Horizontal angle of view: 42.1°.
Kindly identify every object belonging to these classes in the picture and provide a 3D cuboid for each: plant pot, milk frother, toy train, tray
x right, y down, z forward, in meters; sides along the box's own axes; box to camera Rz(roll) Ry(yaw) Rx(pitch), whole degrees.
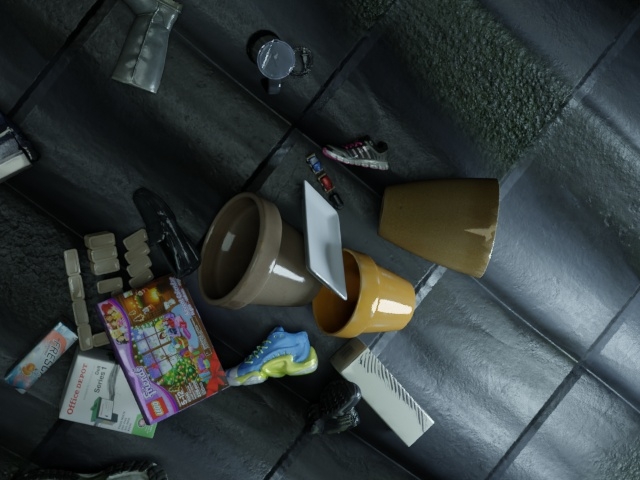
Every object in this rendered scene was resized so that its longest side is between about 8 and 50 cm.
[{"bbox_3d":[-0.115,0.051,1.873,0.229,0.263,0.263,23,95,-32],"label":"plant pot"},{"bbox_3d":[-0.077,-0.401,1.835,0.143,0.135,0.129,-21,118,-6],"label":"milk frother"},{"bbox_3d":[0.011,-0.138,1.957,0.027,0.036,0.158,-33,105,-5],"label":"toy train"},{"bbox_3d":[0.112,0.137,1.960,0.188,0.205,0.205,14,97,-30],"label":"plant pot"},{"bbox_3d":[0.000,0.000,1.867,0.030,0.270,0.145,-27,133,23],"label":"tray"},{"bbox_3d":[0.268,-0.051,1.953,0.254,0.237,0.237,10,98,2],"label":"plant pot"}]

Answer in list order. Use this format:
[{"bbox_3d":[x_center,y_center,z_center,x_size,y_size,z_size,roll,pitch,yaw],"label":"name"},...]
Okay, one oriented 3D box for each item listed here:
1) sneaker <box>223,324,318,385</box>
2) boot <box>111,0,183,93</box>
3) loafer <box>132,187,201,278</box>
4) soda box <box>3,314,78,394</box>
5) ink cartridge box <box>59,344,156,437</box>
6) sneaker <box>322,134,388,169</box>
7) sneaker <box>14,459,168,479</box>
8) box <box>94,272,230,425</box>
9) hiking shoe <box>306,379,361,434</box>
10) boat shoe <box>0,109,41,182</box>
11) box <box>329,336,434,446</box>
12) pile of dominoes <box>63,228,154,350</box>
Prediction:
[{"bbox_3d":[-0.130,0.273,1.990,0.240,0.091,0.126,-9,84,-10],"label":"sneaker"},{"bbox_3d":[-0.408,-0.445,1.796,0.189,0.076,0.208,23,101,-13],"label":"boot"},{"bbox_3d":[-0.354,-0.016,1.860,0.078,0.076,0.223,-38,97,-37],"label":"loafer"},{"bbox_3d":[-0.627,0.256,1.874,0.183,0.063,0.058,-46,106,-1],"label":"soda box"},{"bbox_3d":[-0.473,0.346,1.909,0.219,0.092,0.160,16,96,-16],"label":"ink cartridge box"},{"bbox_3d":[0.086,-0.214,1.948,0.170,0.063,0.075,8,99,-19],"label":"sneaker"},{"bbox_3d":[-0.558,0.641,1.932,0.410,0.158,0.182,-3,119,-7],"label":"sneaker"},{"bbox_3d":[-0.354,0.239,1.867,0.201,0.057,0.293,-24,89,-25],"label":"box"},{"bbox_3d":[0.054,0.404,2.008,0.114,0.227,0.086,12,53,-25],"label":"hiking shoe"},{"bbox_3d":[-0.778,-0.158,1.744,0.340,0.127,0.158,-31,99,-14],"label":"boat shoe"},{"bbox_3d":[0.150,0.371,2.046,0.094,0.113,0.275,-43,107,-3],"label":"box"},{"bbox_3d":[-0.475,0.105,1.889,0.196,0.040,0.251,-13,105,-30],"label":"pile of dominoes"}]
